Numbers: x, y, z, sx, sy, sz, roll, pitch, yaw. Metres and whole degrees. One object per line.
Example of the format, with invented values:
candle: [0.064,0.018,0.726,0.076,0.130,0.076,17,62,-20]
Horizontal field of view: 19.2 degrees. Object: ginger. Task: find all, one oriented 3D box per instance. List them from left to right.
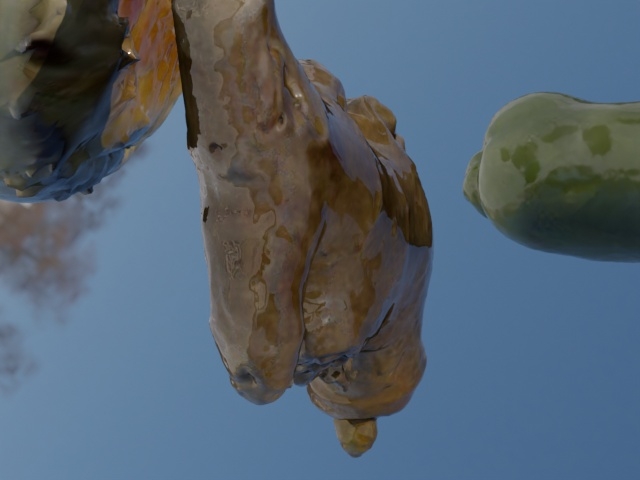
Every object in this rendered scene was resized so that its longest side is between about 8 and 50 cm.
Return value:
ginger: [0.000,0.001,0.805,0.333,0.080,0.166,62,29,-68]

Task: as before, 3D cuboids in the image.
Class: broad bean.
broad bean: [0.167,-0.030,1.062,0.124,0.174,0.082,81,22,-59]

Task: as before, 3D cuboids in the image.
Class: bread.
bread: [-0.117,-0.169,0.798,0.305,0.159,0.305,16,90,-84]
